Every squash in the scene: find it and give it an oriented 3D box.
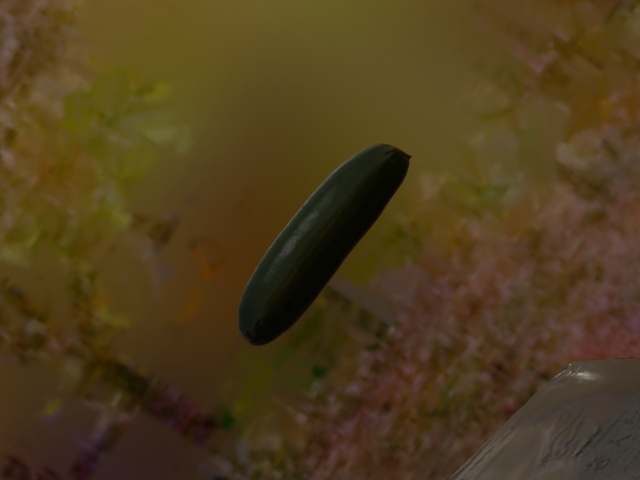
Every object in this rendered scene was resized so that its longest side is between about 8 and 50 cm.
[{"bbox_3d":[-0.002,0.000,1.678,0.292,0.082,0.082,-52,5,-9],"label":"squash"}]

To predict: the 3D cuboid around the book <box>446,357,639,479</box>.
[{"bbox_3d":[0.316,0.218,1.565,0.269,0.032,0.389,-39,14,-25],"label":"book"}]
